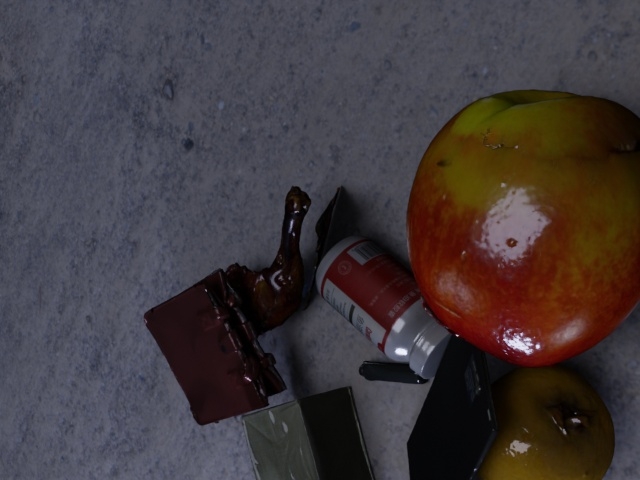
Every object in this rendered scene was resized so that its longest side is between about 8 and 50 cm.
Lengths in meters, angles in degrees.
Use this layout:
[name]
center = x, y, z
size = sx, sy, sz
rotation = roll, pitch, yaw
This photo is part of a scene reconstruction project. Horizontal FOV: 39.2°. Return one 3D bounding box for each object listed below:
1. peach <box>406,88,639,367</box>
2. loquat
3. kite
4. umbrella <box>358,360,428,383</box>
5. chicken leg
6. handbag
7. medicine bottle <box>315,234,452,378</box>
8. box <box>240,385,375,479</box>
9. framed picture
[peach]
center = 0.284, -0.018, 1.192
size = 0.370, 0.370, 0.370
rotation = 2, 93, 39
[loquat]
center = 0.307, 0.276, 1.265
size = 0.208, 0.208, 0.208
rotation = 2, 93, 39
[kite]
center = 0.000, 0.000, 1.544
size = 0.016, 0.321, 0.234
rotation = 15, 60, 2
[umbrella]
center = 0.123, 0.225, 1.523
size = 0.133, 0.031, 0.036
rotation = -1, 90, 40
[chicken leg]
center = -0.092, 0.066, 1.624
size = 0.158, 0.096, 0.407
rotation = 49, 135, 13
[handbag]
center = -0.201, 0.203, 1.674
size = 0.275, 0.084, 0.260
rotation = -26, 90, 53
[medicine bottle]
center = 0.113, 0.106, 1.462
size = 0.250, 0.131, 0.131
rotation = 41, 116, 30
[box]
center = -0.017, 0.391, 1.566
size = 0.155, 0.149, 0.231
rotation = -22, 78, 36
[framed picture]
center = 0.185, 0.291, 1.322
size = 0.255, 0.014, 0.339
rotation = -89, 11, -53
